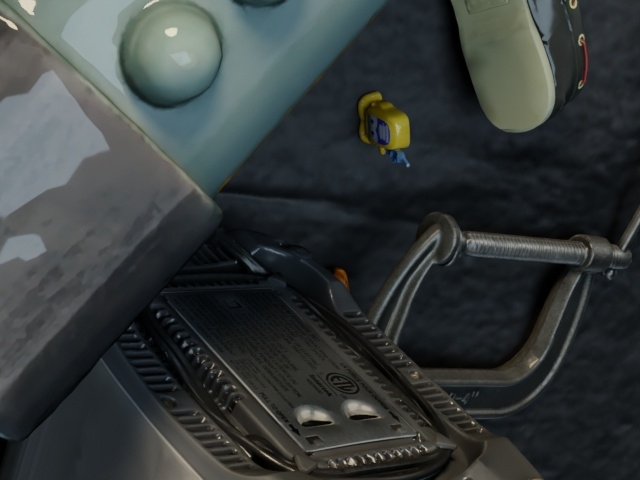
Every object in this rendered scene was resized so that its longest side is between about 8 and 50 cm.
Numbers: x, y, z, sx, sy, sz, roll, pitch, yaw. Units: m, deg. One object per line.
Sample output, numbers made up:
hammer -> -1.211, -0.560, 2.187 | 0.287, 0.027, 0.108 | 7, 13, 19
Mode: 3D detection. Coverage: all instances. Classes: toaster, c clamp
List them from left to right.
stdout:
toaster -> -0.035, 0.096, 0.540 | 0.129, 0.227, 0.146 | -1, 124, -45
c clamp -> 0.080, 0.020, 0.657 | 0.161, 0.022, 0.137 | -2, 119, -42

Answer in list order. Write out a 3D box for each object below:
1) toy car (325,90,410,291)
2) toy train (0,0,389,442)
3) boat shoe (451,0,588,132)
toy car -> 0.000, 0.000, 0.613 | 0.060, 0.040, 0.122 | 4, 105, -28
toy train -> -0.054, -0.091, 0.469 | 0.334, 0.190, 0.142 | -47, 121, -5
boat shoe -> 0.077, -0.113, 0.615 | 0.042, 0.049, 0.133 | -33, 115, -45
